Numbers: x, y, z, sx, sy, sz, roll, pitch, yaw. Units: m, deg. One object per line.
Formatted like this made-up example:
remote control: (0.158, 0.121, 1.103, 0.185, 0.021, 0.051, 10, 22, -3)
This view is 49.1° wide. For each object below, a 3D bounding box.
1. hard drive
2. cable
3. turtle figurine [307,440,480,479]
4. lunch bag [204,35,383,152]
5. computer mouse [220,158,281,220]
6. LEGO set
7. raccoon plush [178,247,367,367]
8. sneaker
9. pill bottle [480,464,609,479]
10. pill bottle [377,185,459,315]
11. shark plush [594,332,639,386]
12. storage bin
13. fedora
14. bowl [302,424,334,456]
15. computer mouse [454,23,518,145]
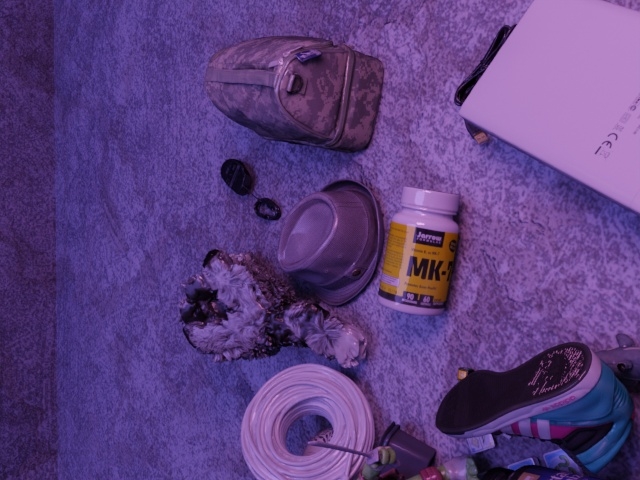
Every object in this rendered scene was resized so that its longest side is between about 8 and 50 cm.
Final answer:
hard drive: (0.379, -0.199, 0.954, 0.233, 0.047, 0.353, -56, 45, 9)
cable: (-0.022, 0.368, 1.337, 0.257, 0.089, 0.257, 18, 62, 25)
turtle figurine: (0.125, 0.428, 1.085, 0.275, 0.266, 0.198, 86, 173, -52)
lunch bag: (-0.060, -0.301, 1.401, 0.305, 0.256, 0.213, 19, 101, 48)
computer mouse: (-0.163, -0.122, 1.682, 0.242, 0.041, 0.071, 45, 119, 34)
LEGO set: (0.290, 0.301, 1.097, 0.182, 0.060, 0.244, -34, 61, 38)
raccoon plush: (-0.098, 0.168, 1.513, 0.446, 0.299, 0.216, 29, 100, 14)
sneaker: (0.314, 0.251, 0.986, 0.295, 0.178, 0.124, -35, 21, 50)
pill bottle: (0.326, 0.379, 0.964, 0.219, 0.122, 0.123, -8, 81, 53)
pill bottle: (0.172, 0.016, 1.208, 0.119, 0.119, 0.209, 16, 100, 49)
shark plush: (0.413, 0.172, 0.923, 0.161, 0.067, 0.073, -160, 73, -70)
storage bin: (0.144, 0.404, 1.241, 0.091, 0.098, 0.135, 21, 104, 20)
fedora: (0.000, 0.000, 1.407, 0.275, 0.124, 0.244, -42, 56, 39)
bowl: (0.011, 0.455, 1.391, 0.170, 0.080, 0.170, -5, 84, 50)
computer mouse: (0.308, -0.213, 1.113, 0.184, 0.060, 0.262, -54, 49, 31)
